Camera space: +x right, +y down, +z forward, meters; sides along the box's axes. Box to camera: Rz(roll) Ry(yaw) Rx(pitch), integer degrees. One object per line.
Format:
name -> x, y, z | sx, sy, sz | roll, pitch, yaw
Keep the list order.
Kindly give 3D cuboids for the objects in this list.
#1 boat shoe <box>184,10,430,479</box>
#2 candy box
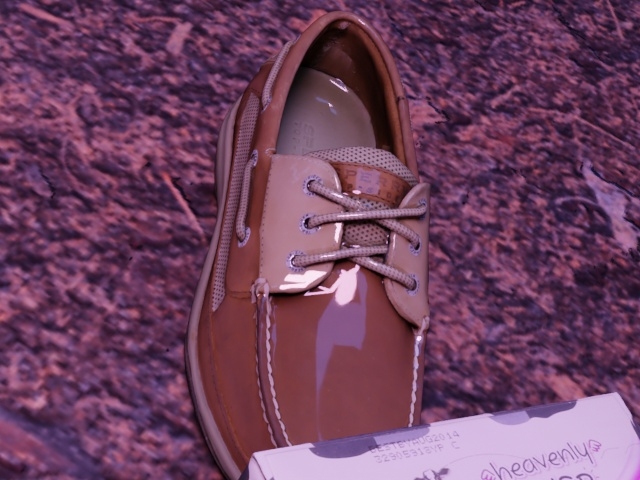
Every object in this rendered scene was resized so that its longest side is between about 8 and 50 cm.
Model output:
boat shoe -> 0.000, 0.000, 0.799 | 0.123, 0.120, 0.324 | 11, 45, -19
candy box -> 0.014, 0.159, 0.567 | 0.159, 0.233, 0.071 | -5, 52, -32
